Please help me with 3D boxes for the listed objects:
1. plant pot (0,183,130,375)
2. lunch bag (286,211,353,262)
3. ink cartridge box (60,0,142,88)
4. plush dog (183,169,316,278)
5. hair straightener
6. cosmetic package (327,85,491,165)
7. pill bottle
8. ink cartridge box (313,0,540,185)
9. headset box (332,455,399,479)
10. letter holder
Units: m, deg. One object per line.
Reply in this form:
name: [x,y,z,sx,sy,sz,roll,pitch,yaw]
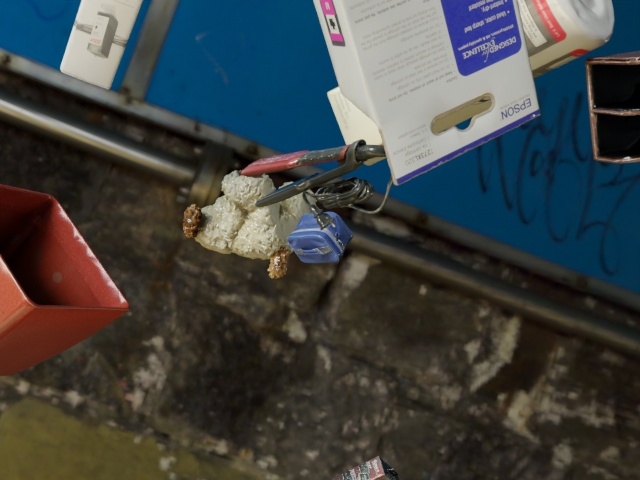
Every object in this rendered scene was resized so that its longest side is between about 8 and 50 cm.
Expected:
plant pot: [-0.528,0.084,1.464,0.267,0.236,0.267,51,12,17]
lunch bag: [0.000,0.000,1.439,0.098,0.065,0.067,-5,-47,46]
ink cartridge box: [-0.346,-0.384,1.470,0.092,0.158,0.218,21,-54,-18]
plush dog: [-0.159,-0.027,1.854,0.225,0.211,0.262,0,-5,33]
hair straightener: [0.009,-0.059,0.959,0.230,0.047,0.089,-8,-71,45]
cosmetic package: [0.189,-0.291,1.822,0.309,0.160,0.113,-26,-13,19]
pill bottle: [0.263,-0.314,1.363,0.176,0.176,0.318,28,-35,-37]
ink cartridge box: [0.075,-0.251,0.781,0.069,0.175,0.371,24,-43,61]
headset box: [0.068,0.337,1.243,0.083,0.032,0.062,-28,-43,11]
letter holder: [0.543,-0.195,1.210,0.302,0.152,0.214,-8,9,1]
